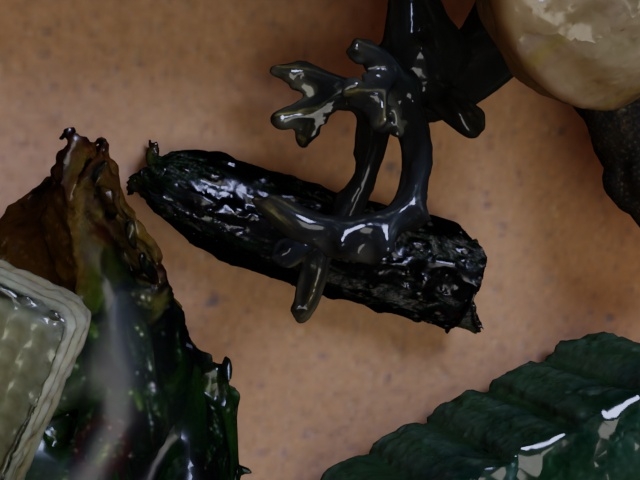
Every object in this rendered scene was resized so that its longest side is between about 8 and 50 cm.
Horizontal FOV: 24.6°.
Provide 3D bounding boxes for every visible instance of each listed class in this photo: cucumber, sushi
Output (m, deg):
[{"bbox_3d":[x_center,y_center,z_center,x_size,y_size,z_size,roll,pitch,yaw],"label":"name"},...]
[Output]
[{"bbox_3d":[0.000,0.000,0.654,0.181,0.053,0.053,17,100,-21],"label":"cucumber"},{"bbox_3d":[-0.089,0.103,0.599,0.149,0.140,0.287,15,97,-27],"label":"sushi"}]

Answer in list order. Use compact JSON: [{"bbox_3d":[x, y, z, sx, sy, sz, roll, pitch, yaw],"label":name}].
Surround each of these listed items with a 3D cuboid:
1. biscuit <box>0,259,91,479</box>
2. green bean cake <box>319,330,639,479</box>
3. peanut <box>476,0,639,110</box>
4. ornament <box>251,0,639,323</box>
[{"bbox_3d":[-0.223,0.041,0.530,0.252,0.052,0.150,23,97,4],"label":"biscuit"},{"bbox_3d":[0.106,0.162,0.697,0.208,0.107,0.193,-25,110,-17],"label":"green bean cake"},{"bbox_3d":[0.140,-0.179,0.571,0.136,0.120,0.298,38,66,-22],"label":"peanut"},{"bbox_3d":[0.081,-0.030,0.623,0.236,0.080,0.202,-35,103,-26],"label":"ornament"}]
